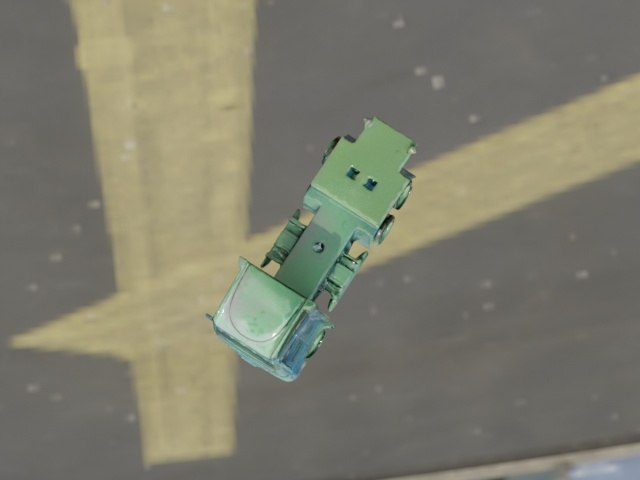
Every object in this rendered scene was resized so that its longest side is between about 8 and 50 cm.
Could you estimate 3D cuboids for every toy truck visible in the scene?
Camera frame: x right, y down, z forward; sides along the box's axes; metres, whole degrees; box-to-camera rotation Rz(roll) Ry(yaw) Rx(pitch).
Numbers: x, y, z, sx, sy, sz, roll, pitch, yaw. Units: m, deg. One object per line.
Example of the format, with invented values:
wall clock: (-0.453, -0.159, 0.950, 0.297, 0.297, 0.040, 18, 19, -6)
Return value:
toy truck: (0.000, 0.000, 1.117, 0.067, 0.175, 0.081, 32, 174, 10)
